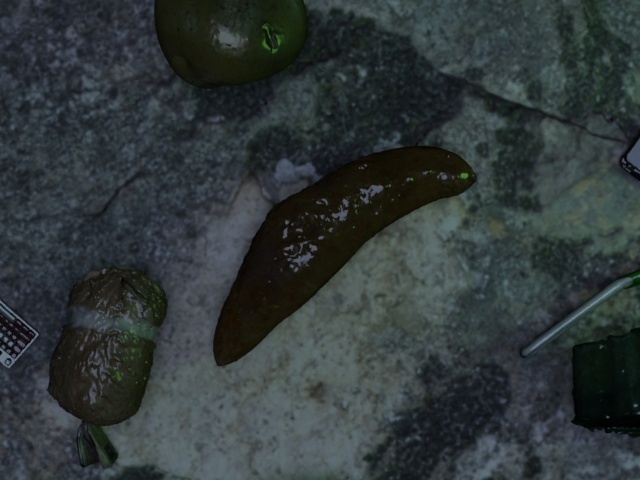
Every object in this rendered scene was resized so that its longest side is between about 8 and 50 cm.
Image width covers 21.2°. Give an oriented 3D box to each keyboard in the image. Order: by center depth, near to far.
[{"bbox_3d":[-0.380,0.066,1.825,0.166,0.017,0.055,41,91,-3],"label":"keyboard"}]

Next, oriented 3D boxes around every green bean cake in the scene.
[{"bbox_3d":[0.376,0.150,1.799,0.208,0.193,0.107,-11,74,22],"label":"green bean cake"}]

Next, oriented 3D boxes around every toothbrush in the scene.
[{"bbox_3d":[0.343,0.041,1.834,0.304,0.030,0.030,-35,93,3],"label":"toothbrush"}]

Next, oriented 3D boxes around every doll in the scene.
[{"bbox_3d":[-0.231,0.132,1.794,0.105,0.115,0.221,16,99,-13],"label":"doll"}]

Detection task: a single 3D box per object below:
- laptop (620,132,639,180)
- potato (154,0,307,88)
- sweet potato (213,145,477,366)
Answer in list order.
[{"bbox_3d":[0.429,-0.083,1.844,0.180,0.016,0.129,36,92,-4],"label":"laptop"},{"bbox_3d":[-0.097,-0.253,1.754,0.157,0.157,0.194,-9,91,-1],"label":"potato"},{"bbox_3d":[-0.001,-0.004,1.797,0.341,0.092,0.114,-38,110,1],"label":"sweet potato"}]
